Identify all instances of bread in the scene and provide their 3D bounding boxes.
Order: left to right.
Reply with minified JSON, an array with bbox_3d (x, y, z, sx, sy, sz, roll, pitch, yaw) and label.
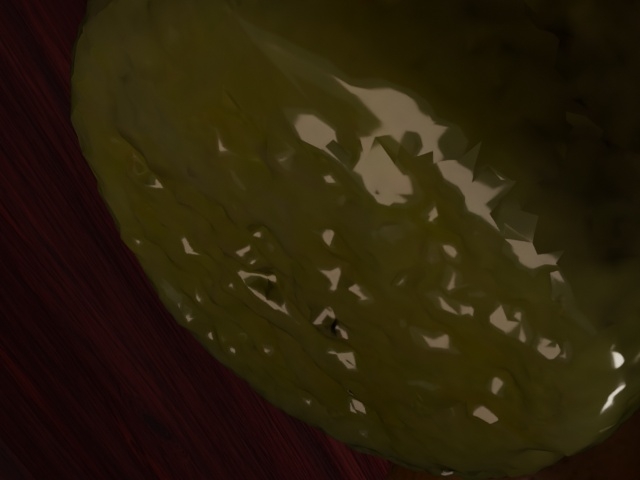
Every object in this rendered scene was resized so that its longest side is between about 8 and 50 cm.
[{"bbox_3d":[0.068,-0.080,0.616,0.348,0.308,0.348,33,150,22],"label":"bread"}]

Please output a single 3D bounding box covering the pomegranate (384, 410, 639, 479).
[{"bbox_3d":[0.237,0.194,0.732,0.417,0.416,0.416,31,151,19],"label":"pomegranate"}]
